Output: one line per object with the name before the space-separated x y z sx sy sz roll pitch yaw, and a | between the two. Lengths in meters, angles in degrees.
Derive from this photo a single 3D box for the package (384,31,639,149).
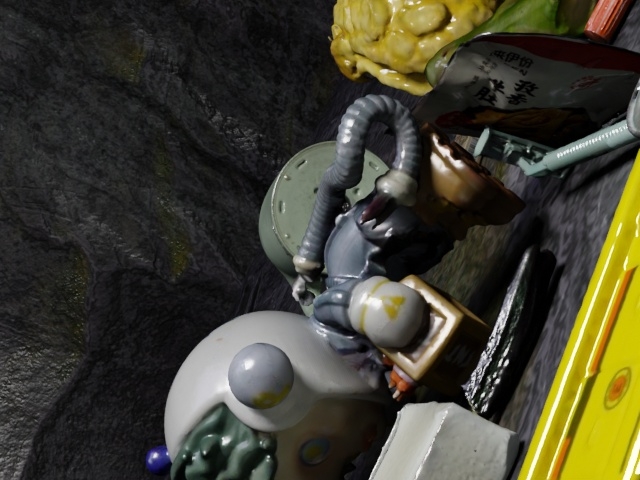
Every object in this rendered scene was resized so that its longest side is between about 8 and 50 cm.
package | 0.154 -0.110 1.003 0.239 0.154 0.030 136 141 -70

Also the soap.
soap | 0.057 0.201 0.879 0.183 0.063 0.121 -63 7 -11

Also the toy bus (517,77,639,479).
toy bus | 0.160 0.051 0.425 0.330 0.144 0.152 -66 8 -18

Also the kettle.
kettle | 0.000 0.000 1.686 0.255 0.165 0.240 153 116 -78

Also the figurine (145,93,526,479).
figurine | 0.017 0.094 1.059 0.382 0.261 0.186 -49 47 11

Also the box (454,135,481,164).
box | 0.160 -0.099 1.409 0.053 0.024 0.083 -53 13 51

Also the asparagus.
asparagus | 0.199 -0.204 1.299 0.343 0.082 0.085 -22 82 67

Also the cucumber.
cucumber | 0.138 0.066 0.933 0.034 0.033 0.135 20 80 44

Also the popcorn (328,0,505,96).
popcorn | 0.126 -0.284 1.621 0.250 0.190 0.250 -19 33 13

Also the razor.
razor | 0.198 -0.071 0.949 0.211 0.084 0.036 169 112 -68

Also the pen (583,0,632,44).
pen | 0.295 -0.280 1.132 0.239 0.028 0.028 -62 7 -2
